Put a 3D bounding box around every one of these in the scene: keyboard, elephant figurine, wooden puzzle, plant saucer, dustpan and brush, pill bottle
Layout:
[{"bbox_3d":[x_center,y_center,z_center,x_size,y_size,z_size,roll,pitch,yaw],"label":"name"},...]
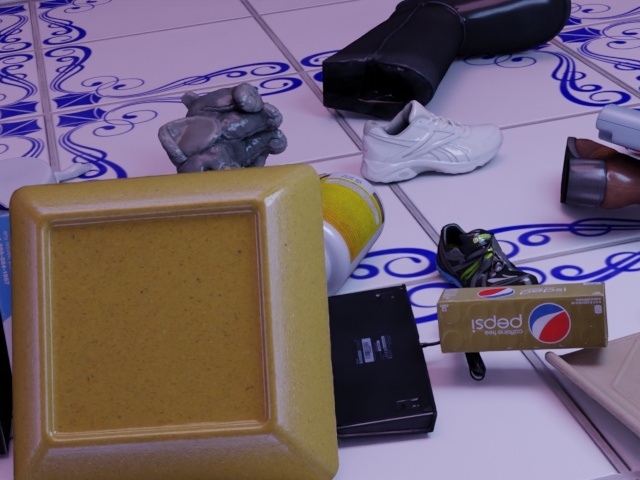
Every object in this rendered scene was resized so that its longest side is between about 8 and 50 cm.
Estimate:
[{"bbox_3d":[0.095,0.131,1.540,0.201,0.033,0.317,-9,25,1],"label":"keyboard"},{"bbox_3d":[-0.172,-0.127,2.059,0.186,0.169,0.239,-23,22,49],"label":"elephant figurine"},{"bbox_3d":[0.388,0.152,1.412,0.238,0.044,0.221,-10,23,-19],"label":"wooden puzzle"},{"bbox_3d":[-0.158,0.085,1.348,0.332,0.333,0.081,-5,-12,4],"label":"plant saucer"},{"bbox_3d":[-0.456,-0.099,2.178,0.147,0.060,0.211,27,46,35],"label":"dustpan and brush"},{"bbox_3d":[0.000,0.000,1.748,0.117,0.117,0.215,3,25,21],"label":"pill bottle"}]

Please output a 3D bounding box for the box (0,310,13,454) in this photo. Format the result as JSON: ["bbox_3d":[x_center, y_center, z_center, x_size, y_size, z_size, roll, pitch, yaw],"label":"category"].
[{"bbox_3d":[-0.480,0.174,1.495,0.261,0.103,0.184,-9,26,-5],"label":"box"}]

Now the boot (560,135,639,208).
[{"bbox_3d":[0.476,-0.085,1.852,0.280,0.096,0.264,6,3,6],"label":"boot"}]

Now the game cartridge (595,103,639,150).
[{"bbox_3d":[0.505,-0.123,1.813,0.198,0.062,0.297,15,5,27],"label":"game cartridge"}]

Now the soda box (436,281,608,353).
[{"bbox_3d":[0.221,0.084,1.473,0.181,0.061,0.058,-3,13,14],"label":"soda box"}]

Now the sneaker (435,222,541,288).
[{"bbox_3d":[0.202,0.029,1.682,0.067,0.078,0.188,-18,27,-24],"label":"sneaker"}]

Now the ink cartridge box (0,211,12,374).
[{"bbox_3d":[-0.196,0.057,1.501,0.307,0.223,0.129,-10,-2,-8],"label":"ink cartridge box"}]

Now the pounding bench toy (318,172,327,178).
[{"bbox_3d":[0.013,-0.066,1.976,0.083,0.052,0.065,-15,25,-19],"label":"pounding bench toy"}]

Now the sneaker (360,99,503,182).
[{"bbox_3d":[0.172,-0.162,2.072,0.232,0.115,0.090,-12,24,-12],"label":"sneaker"}]

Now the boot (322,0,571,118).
[{"bbox_3d":[0.236,-0.355,2.449,0.366,0.146,0.445,-6,18,25],"label":"boot"}]

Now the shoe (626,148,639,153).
[{"bbox_3d":[0.556,-0.172,2.074,0.178,0.064,0.081,-25,31,-25],"label":"shoe"}]
